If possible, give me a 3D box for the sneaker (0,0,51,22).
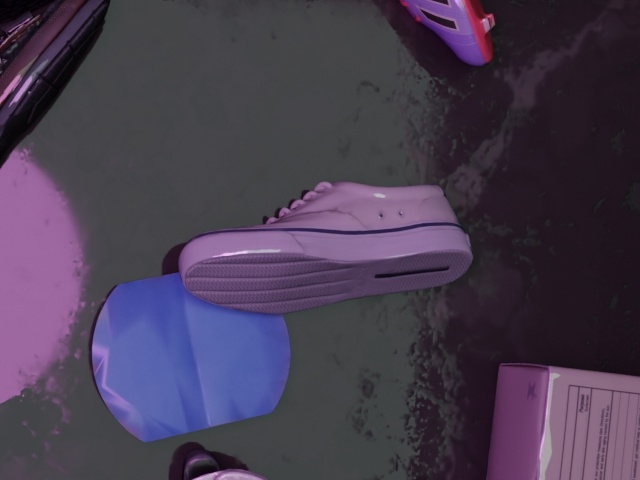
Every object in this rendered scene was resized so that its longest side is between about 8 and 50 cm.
[{"bbox_3d":[-0.315,-0.220,1.086,0.234,0.084,0.097,-18,89,-12],"label":"sneaker"}]

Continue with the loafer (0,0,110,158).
[{"bbox_3d":[-0.276,-0.113,1.087,0.084,0.096,0.267,35,82,-2],"label":"loafer"}]

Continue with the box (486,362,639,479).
[{"bbox_3d":[0.274,0.192,1.166,0.232,0.127,0.149,8,85,-11],"label":"box"}]

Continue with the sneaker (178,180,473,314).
[{"bbox_3d":[0.000,0.000,1.141,0.258,0.094,0.091,-2,53,-22],"label":"sneaker"}]

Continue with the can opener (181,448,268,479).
[{"bbox_3d":[-0.083,0.316,1.112,0.074,0.093,0.280,3,95,-10],"label":"can opener"}]

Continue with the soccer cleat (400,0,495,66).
[{"bbox_3d":[0.072,-0.257,1.184,0.095,0.083,0.248,-26,98,17],"label":"soccer cleat"}]

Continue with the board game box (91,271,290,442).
[{"bbox_3d":[-0.112,0.094,1.140,0.168,0.033,0.133,-11,85,-18],"label":"board game box"}]
